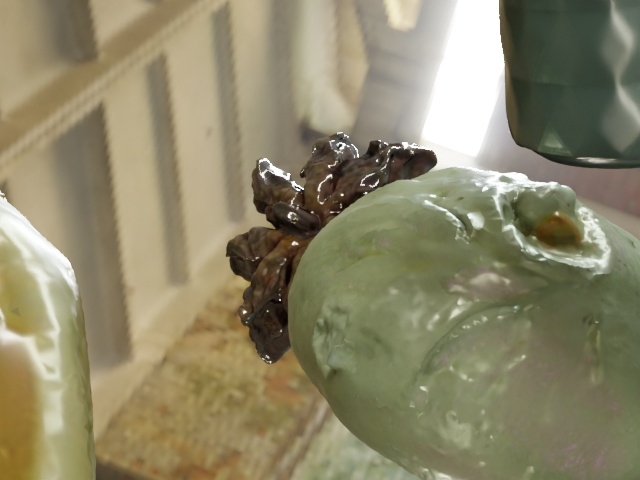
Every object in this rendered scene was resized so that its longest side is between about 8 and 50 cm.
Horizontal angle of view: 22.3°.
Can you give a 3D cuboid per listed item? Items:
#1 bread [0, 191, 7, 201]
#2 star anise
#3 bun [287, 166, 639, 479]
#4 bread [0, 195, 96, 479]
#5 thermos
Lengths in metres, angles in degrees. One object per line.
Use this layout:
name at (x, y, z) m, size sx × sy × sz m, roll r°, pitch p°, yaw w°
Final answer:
bread at (-0.222, 0.046, 0.856) m, size 0.114 × 0.132 × 0.190 m, roll 3°, pitch -70°, yaw -43°
star anise at (-0.001, 0.000, 1.422) m, size 0.109 × 0.236 × 0.223 m, roll 30°, pitch -105°, yaw -42°
bun at (0.124, 0.039, 1.023) m, size 0.179 × 0.283 × 0.283 m, roll -66°, pitch -10°, yaw 23°
bread at (-0.175, 0.133, 0.495) m, size 0.341 × 0.210 × 0.300 m, roll -62°, pitch -2°, yaw 32°
thermos at (0.138, -0.184, 0.804) m, size 0.182 × 0.145 × 0.287 m, roll -18°, pitch -71°, yaw -26°
